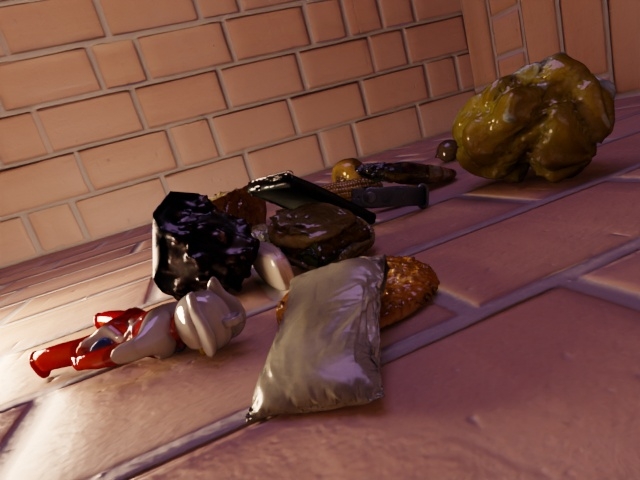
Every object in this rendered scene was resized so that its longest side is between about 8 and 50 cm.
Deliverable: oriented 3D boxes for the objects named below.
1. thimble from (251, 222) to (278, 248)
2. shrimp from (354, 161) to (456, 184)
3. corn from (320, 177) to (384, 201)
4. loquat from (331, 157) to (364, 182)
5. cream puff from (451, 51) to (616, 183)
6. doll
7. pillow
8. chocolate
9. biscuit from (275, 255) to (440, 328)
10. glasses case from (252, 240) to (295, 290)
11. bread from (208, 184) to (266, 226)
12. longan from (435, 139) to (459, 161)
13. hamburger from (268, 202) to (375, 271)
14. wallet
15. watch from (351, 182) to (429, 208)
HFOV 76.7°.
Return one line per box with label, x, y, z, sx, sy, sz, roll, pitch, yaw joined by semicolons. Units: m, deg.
thimble;-0.150;0.003;1.019;0.062;0.084;0.110;-20;13;-19
shrimp;0.271;-0.229;1.343;0.365;0.071;0.233;-1;15;-16
corn;0.051;-0.137;1.306;0.318;0.115;0.115;-17;14;-7
loquat;0.121;-0.280;1.715;0.163;0.137;0.163;-2;29;1
cream puff;0.529;-0.260;1.009;0.378;0.275;0.378;-19;-15;-5
doll;-0.273;0.140;0.631;0.384;0.099;0.188;-15;14;29
pillow;0.008;0.100;0.476;0.148;0.050;0.229;-18;26;21
chocolate;-0.191;0.020;0.804;0.177;0.224;0.206;4;4;20
biscuit;0.051;0.076;0.624;0.254;0.035;0.254;-15;14;4
glasses case;-0.102;0.047;0.810;0.051;0.081;0.204;-25;18;-19
bread;-0.281;-0.035;1.126;0.194;0.178;0.340;-9;18;31
longan;0.549;-0.385;1.750;0.113;0.092;0.113;-23;31;15
hamburger;0.000;0.000;0.847;0.183;0.129;0.206;-28;36;-36
wallet;-0.016;-0.090;0.989;0.173;0.045;0.318;-4;-16;42
watch;0.186;-0.117;1.093;0.207;0.068;0.193;-2;6;5
